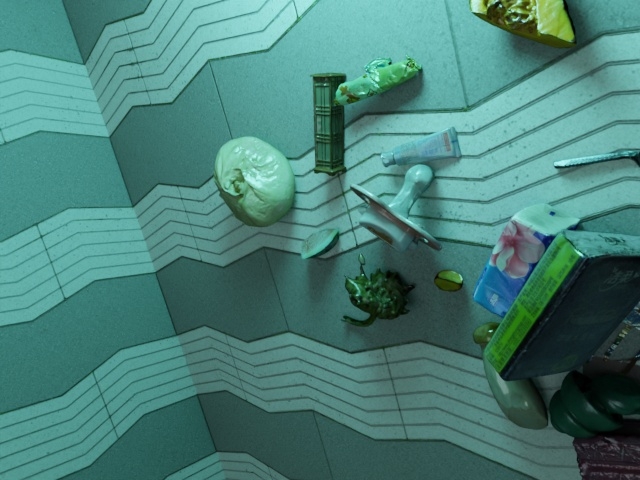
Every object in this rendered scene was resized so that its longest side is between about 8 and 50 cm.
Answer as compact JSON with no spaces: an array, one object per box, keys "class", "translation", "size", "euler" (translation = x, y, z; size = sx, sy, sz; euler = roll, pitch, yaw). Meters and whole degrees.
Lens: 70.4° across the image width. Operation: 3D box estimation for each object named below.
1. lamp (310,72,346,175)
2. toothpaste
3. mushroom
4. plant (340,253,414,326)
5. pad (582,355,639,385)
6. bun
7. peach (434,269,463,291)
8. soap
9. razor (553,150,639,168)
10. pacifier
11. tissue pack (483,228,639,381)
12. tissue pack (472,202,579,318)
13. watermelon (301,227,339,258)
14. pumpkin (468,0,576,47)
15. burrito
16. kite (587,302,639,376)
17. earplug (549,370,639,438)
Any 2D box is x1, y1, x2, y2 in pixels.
[{"class":"lamp","translation":[0.029,-0.385,1.510],"size":[0.090,0.089,0.325],"euler":[16,118,34]},{"class":"toothpaste","translation":[0.296,-0.268,1.358],"size":[0.234,0.057,0.089],"euler":[-9,104,36]},{"class":"mushroom","translation":[0.566,0.413,1.358],"size":[0.128,0.128,0.350],"euler":[-26,86,44]},{"class":"plant","translation":[0.205,0.222,1.630],"size":[0.251,0.180,0.333],"euler":[29,157,21]},{"class":"pad","translation":[0.806,0.374,1.212],"size":[0.188,0.006,0.113],"euler":[7,112,39]},{"class":"bun","translation":[-0.277,-0.219,1.755],"size":[0.361,0.213,0.361],"euler":[14,114,34]},{"class":"peach","translation":[0.404,0.122,1.420],"size":[0.077,0.050,0.083],"euler":[46,146,-15]},{"class":"soap","translation":[0.851,0.582,1.175],"size":[0.325,0.127,0.220],"euler":[-16,97,42]},{"class":"razor","translation":[0.664,-0.192,1.089],"size":[0.190,0.033,0.066],"euler":[2,150,43]},{"class":"pacifier","translation":[0.237,-0.089,1.364],"size":[0.332,0.220,0.273],"euler":[36,129,7]},{"class":"tissue pack","translation":[0.605,0.163,1.104],"size":[0.124,0.288,0.394],"euler":[-119,38,-48]},{"class":"tissue pack","translation":[0.528,0.049,1.186],"size":[0.137,0.209,0.269],"euler":[38,130,35]},{"class":"watermelon","translation":[0.005,0.007,1.709],"size":[0.180,0.081,0.094],"euler":[-20,77,28]},{"class":"pumpkin","translation":[0.498,-0.556,1.042],"size":[0.278,0.111,0.163],"euler":[35,111,27]},{"class":"burrito","translation":[0.161,-0.489,1.359],"size":[0.288,0.054,0.104],"euler":[-9,85,35]},{"class":"kite","translation":[0.798,0.219,1.145],"size":[0.169,0.015,0.309],"euler":[24,120,31]},{"class":"earplug","translation":[0.736,0.446,1.162],"size":[0.280,0.164,0.257],"euler":[-47,52,32]}]
